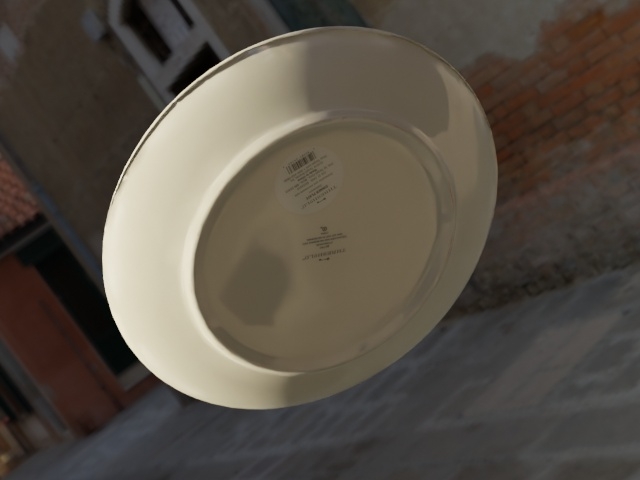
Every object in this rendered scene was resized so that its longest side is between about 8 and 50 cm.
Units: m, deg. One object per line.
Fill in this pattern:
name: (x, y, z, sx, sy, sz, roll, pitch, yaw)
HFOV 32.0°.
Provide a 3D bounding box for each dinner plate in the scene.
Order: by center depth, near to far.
dinner plate: (0.000, 0.000, 0.364, 0.141, 0.141, 0.017, -36, 36, -5)
